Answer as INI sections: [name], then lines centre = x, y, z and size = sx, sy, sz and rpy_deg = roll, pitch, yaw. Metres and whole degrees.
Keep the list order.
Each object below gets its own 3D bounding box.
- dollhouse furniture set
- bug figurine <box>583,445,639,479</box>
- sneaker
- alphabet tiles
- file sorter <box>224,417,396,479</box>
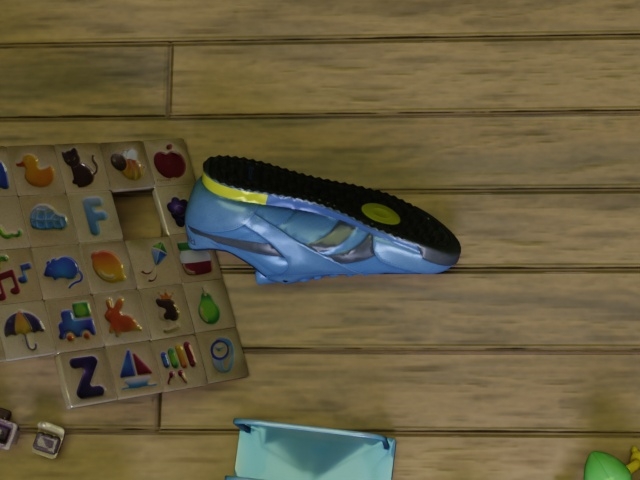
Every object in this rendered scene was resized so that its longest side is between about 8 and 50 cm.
[dollhouse furniture set]
centre = -0.255, 0.178, 1.066
size = 0.091, 0.081, 0.114
rpy_deg = 17, 80, 8
[bug figurine]
centre = 0.195, 0.275, 1.015
size = 0.279, 0.072, 0.216
rpy_deg = -30, 77, -2
[sneaker]
centre = 0.000, 0.000, 1.101
size = 0.209, 0.069, 0.082
rpy_deg = 14, 115, -2
[alphabet tiles]
centre = -0.173, 0.022, 1.050
size = 0.237, 0.009, 0.198
rpy_deg = -6, 74, -40
[file sorter]
centre = -0.016, 0.216, 1.028
size = 0.118, 0.104, 0.170
rpy_deg = 6, 79, 6
